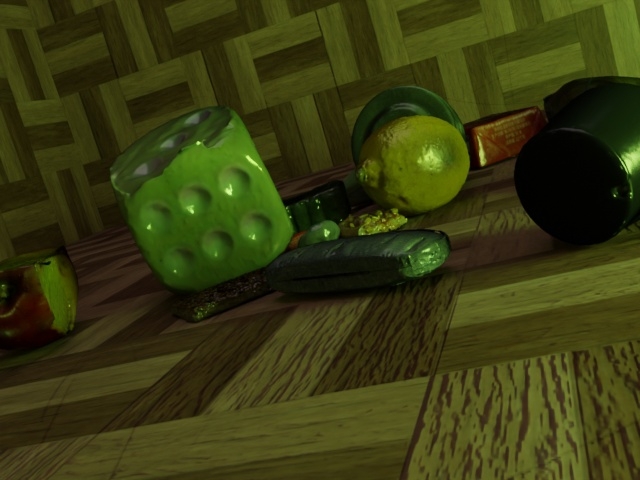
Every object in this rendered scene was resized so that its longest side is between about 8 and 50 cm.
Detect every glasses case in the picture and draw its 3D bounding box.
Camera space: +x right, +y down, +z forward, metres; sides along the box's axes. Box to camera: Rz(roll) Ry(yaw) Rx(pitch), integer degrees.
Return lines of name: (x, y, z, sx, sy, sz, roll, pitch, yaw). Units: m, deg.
glasses case: (0.043, 0.029, 1.008, 0.282, 0.067, 0.109, -10, 13, 43)

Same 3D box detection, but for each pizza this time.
pizza: (0.090, -0.029, 1.359, 0.131, 0.041, 0.178, -13, 10, 12)

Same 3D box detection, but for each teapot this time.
teapot: (0.201, -0.174, 1.698, 0.239, 0.321, 0.239, 33, 15, 24)

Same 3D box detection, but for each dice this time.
dice: (-0.209, -0.073, 1.329, 0.252, 0.254, 0.250, -27, 25, -3)

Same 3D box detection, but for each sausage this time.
sausage: (-0.055, 0.009, 1.417, 0.034, 0.034, 0.129, -7, 12, 46)

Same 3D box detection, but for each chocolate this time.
chocolate: (0.431, -0.259, 1.940, 0.235, 0.108, 0.237, -21, 11, -17)

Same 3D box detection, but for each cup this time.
cup: (0.351, -0.080, 0.887, 0.223, 0.169, 0.177, 31, 43, 34)

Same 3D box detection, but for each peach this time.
peach: (-0.495, 0.099, 1.256, 0.154, 0.158, 0.267, -7, 10, -8)

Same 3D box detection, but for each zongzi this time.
zongzi: (0.715, -0.337, 1.820, 0.300, 0.138, 0.286, -14, 12, 6)

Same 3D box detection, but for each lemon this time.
lemon: (0.173, -0.140, 1.414, 0.257, 0.188, 0.188, -16, 7, -34)

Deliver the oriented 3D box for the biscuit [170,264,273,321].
biscuit: (-0.115, 0.071, 1.176, 0.231, 0.025, 0.131, -21, 9, -26)

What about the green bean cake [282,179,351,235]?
green bean cake: (-0.032, -0.052, 1.553, 0.185, 0.094, 0.183, -16, 9, 6)

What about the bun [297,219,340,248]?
bun: (0.000, 0.000, 1.308, 0.083, 0.045, 0.083, -31, -16, -10)
